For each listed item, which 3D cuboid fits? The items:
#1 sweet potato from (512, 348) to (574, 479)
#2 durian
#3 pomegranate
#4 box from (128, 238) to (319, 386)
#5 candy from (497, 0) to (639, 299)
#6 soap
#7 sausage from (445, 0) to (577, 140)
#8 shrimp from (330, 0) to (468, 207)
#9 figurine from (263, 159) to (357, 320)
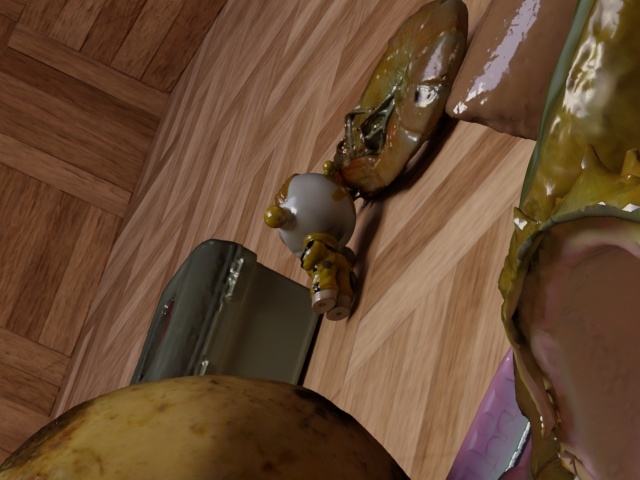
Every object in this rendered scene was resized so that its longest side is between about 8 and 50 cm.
[{"bbox_3d":[0.122,0.121,0.842,0.074,0.075,0.269,-58,21,32],"label":"sweet potato"},{"bbox_3d":[0.151,0.041,0.622,0.185,0.196,0.305,-61,8,-12],"label":"durian"},{"bbox_3d":[-0.060,0.206,0.992,0.281,0.281,0.281,-60,12,23],"label":"pomegranate"},{"bbox_3d":[-0.092,0.117,1.687,0.148,0.129,0.210,-49,18,54],"label":"box"},{"bbox_3d":[0.162,-0.068,0.854,0.260,0.118,0.259,18,-90,-83],"label":"candy"},{"bbox_3d":[0.115,0.100,0.980,0.149,0.056,0.100,-65,9,1],"label":"soap"},{"bbox_3d":[0.173,-0.162,1.102,0.252,0.123,0.123,-65,11,-2],"label":"sausage"},{"bbox_3d":[0.062,-0.097,1.635,0.267,0.061,0.145,-50,28,46],"label":"shrimp"},{"bbox_3d":[-0.003,-0.001,1.625,0.068,0.101,0.143,-34,22,27],"label":"figurine"}]
